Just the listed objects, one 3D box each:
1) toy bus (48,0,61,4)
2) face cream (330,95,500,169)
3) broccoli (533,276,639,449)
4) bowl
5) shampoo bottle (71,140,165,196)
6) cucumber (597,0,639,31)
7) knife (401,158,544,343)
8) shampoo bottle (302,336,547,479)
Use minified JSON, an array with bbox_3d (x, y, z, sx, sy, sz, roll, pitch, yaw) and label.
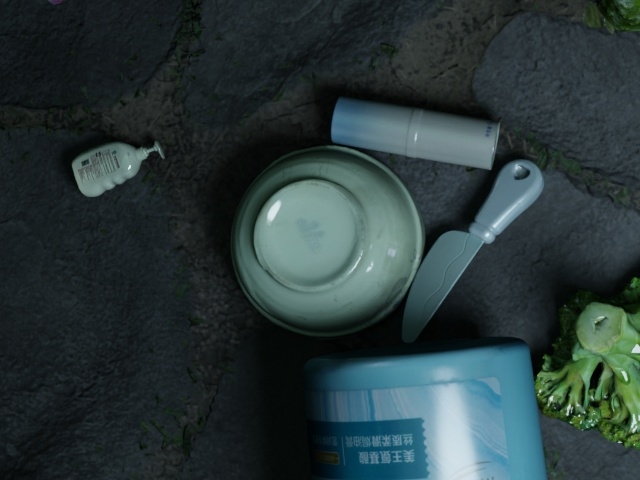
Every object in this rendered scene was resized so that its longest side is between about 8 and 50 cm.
[{"bbox_3d":[-0.456,-0.539,1.712,0.112,0.090,0.274,-20,86,2],"label":"toy bus"},{"bbox_3d":[0.144,-0.165,1.583,0.250,0.077,0.077,12,92,11],"label":"face cream"},{"bbox_3d":[0.410,0.161,1.435,0.269,0.269,0.254,-35,53,9],"label":"broccoli"},{"bbox_3d":[0.000,0.000,1.576,0.307,0.163,0.307,-1,86,13],"label":"bowl"},{"bbox_3d":[-0.330,-0.131,1.700,0.151,0.045,0.077,-22,83,13],"label":"shampoo bottle"},{"bbox_3d":[0.456,-0.367,1.441,0.134,0.244,0.134,1,96,10],"label":"cucumber"},{"bbox_3d":[0.213,0.009,1.554,0.080,0.044,0.331,39,86,31],"label":"knife"},{"bbox_3d":[0.150,0.319,1.449,0.331,0.331,0.343,-6,86,12],"label":"shampoo bottle"}]
